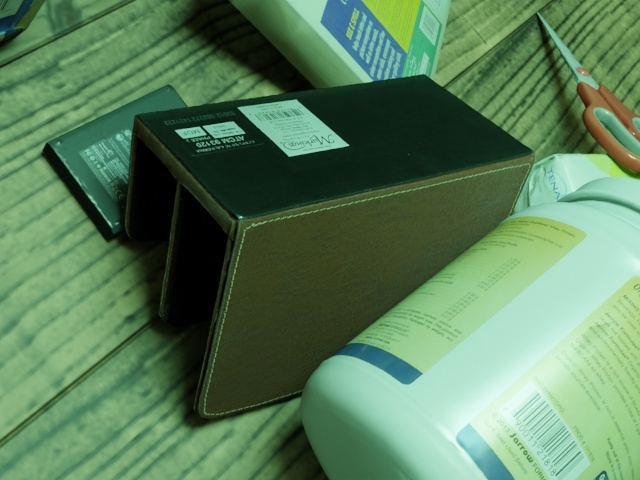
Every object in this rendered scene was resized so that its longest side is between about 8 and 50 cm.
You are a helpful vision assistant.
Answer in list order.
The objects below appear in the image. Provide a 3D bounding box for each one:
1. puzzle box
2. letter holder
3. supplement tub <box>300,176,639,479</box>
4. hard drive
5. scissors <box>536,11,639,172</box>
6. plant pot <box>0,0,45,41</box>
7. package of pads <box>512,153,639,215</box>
[{"bbox_3d":[0.041,-0.326,0.961,0.272,0.052,0.409,42,49,-35],"label":"puzzle box"},{"bbox_3d":[0.000,0.000,0.796,0.302,0.214,0.152,-14,43,-35],"label":"letter holder"},{"bbox_3d":[0.168,0.111,0.736,0.316,0.228,0.228,-35,87,-22],"label":"supplement tub"},{"bbox_3d":[-0.154,-0.071,0.800,0.135,0.022,0.094,-35,87,-37],"label":"hard drive"},{"bbox_3d":[0.296,-0.179,1.052,0.109,0.021,0.297,-6,49,-32],"label":"scissors"},{"bbox_3d":[-0.314,-0.245,0.668,0.236,0.236,0.212,-36,95,-36],"label":"plant pot"},{"bbox_3d":[0.336,0.052,0.980,0.229,0.101,0.296,-2,68,-32],"label":"package of pads"}]
